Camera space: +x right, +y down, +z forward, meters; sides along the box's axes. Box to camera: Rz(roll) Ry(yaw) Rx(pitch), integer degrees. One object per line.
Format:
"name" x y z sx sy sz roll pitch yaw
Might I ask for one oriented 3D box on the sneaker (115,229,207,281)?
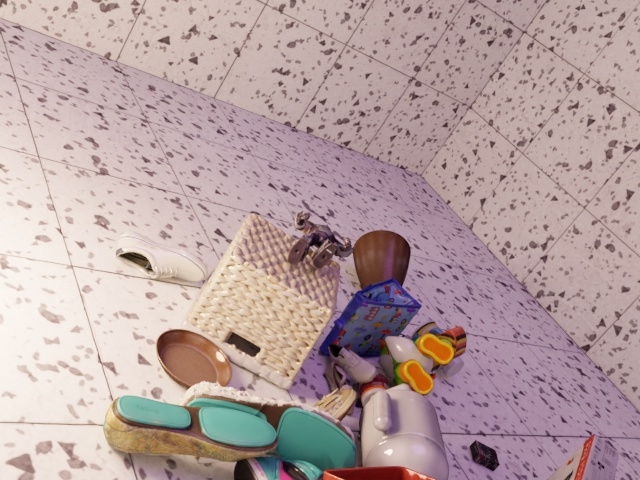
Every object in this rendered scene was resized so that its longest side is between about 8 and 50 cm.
"sneaker" -0.430 0.066 1.946 0.258 0.094 0.091 22 43 -17

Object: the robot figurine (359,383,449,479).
"robot figurine" 0.198 0.502 1.753 0.300 0.200 0.353 58 13 -24

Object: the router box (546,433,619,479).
"router box" 0.614 0.677 1.844 0.082 0.301 0.335 41 23 15

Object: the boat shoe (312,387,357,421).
"boat shoe" 0.004 0.427 1.767 0.089 0.104 0.285 35 25 12

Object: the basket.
"basket" -0.139 0.149 1.925 0.328 0.266 0.331 31 21 -7

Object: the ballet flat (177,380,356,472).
"ballet flat" -0.109 0.394 1.595 0.409 0.147 0.147 20 24 -7

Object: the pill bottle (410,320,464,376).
"pill bottle" 0.395 0.365 2.432 0.103 0.103 0.184 8 34 -48

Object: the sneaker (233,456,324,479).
"sneaker" -0.040 0.550 1.447 0.178 0.123 0.295 3 35 -36

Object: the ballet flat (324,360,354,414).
"ballet flat" 0.055 0.396 1.968 0.057 0.052 0.168 16 29 -36

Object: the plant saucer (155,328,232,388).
"plant saucer" -0.304 0.289 1.710 0.199 0.036 0.198 29 23 -14

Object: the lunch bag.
"lunch bag" 0.131 0.244 2.158 0.138 0.221 0.293 45 24 26

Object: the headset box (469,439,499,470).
"headset box" 0.474 0.624 2.111 0.083 0.032 0.062 31 23 -13

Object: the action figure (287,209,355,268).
"action figure" 0.000 0.000 1.949 0.185 0.099 0.285 24 17 1

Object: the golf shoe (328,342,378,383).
"golf shoe" 0.082 0.339 2.017 0.176 0.069 0.086 16 -34 47

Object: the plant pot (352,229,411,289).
"plant pot" 0.218 0.117 2.601 0.215 0.215 0.230 27 38 -17

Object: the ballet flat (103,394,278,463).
"ballet flat" -0.261 0.391 1.449 0.349 0.123 0.123 16 28 -22

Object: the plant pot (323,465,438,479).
"plant pot" 0.160 0.592 1.390 0.267 0.235 0.267 9 -6 43

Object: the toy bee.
"toy bee" 0.360 0.361 2.297 0.298 0.195 0.162 159 -86 -74

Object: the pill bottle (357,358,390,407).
"pill bottle" 0.148 0.404 2.036 0.086 0.086 0.152 26 23 -19

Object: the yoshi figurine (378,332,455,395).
"yoshi figurine" 0.274 0.371 2.064 0.204 0.203 0.362 -2 -9 -11
